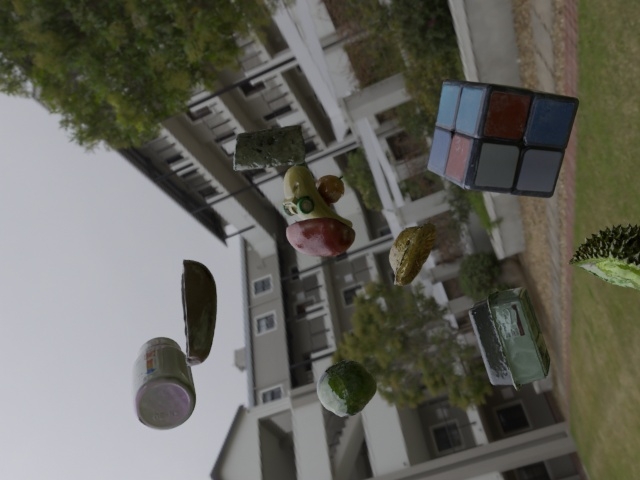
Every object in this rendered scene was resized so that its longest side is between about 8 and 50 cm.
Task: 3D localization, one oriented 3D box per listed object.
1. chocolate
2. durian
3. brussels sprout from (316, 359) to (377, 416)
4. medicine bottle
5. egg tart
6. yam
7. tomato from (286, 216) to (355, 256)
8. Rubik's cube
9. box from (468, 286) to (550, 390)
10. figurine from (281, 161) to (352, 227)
[{"bbox_3d":[-0.288,0.172,1.426,0.157,0.080,0.253,152,115,-72],"label":"chocolate"},{"bbox_3d":[0.830,0.071,1.498,0.158,0.352,0.169,-48,-24,-34],"label":"durian"},{"bbox_3d":[0.098,0.588,2.360,0.210,0.219,0.271,46,165,11],"label":"brussels sprout"},{"bbox_3d":[-0.448,0.392,1.679,0.170,0.170,0.293,63,172,-23],"label":"medicine bottle"},{"bbox_3d":[0.351,0.039,2.327,0.116,0.294,0.295,30,180,19],"label":"egg tart"},{"bbox_3d":[-0.140,-0.243,1.569,0.107,0.194,0.107,171,90,-82],"label":"yam"},{"bbox_3d":[-0.002,0.003,1.610,0.166,0.174,0.082,30,-125,-56],"label":"tomato"},{"bbox_3d":[0.552,-0.327,1.854,0.318,0.314,0.316,-127,43,-68],"label":"Rubik's cube"},{"bbox_3d":[0.569,0.289,1.781,0.221,0.166,0.290,-13,-95,-64],"label":"box"},{"bbox_3d":[0.000,-0.145,2.105,0.324,0.124,0.222,39,-114,-27],"label":"figurine"}]
